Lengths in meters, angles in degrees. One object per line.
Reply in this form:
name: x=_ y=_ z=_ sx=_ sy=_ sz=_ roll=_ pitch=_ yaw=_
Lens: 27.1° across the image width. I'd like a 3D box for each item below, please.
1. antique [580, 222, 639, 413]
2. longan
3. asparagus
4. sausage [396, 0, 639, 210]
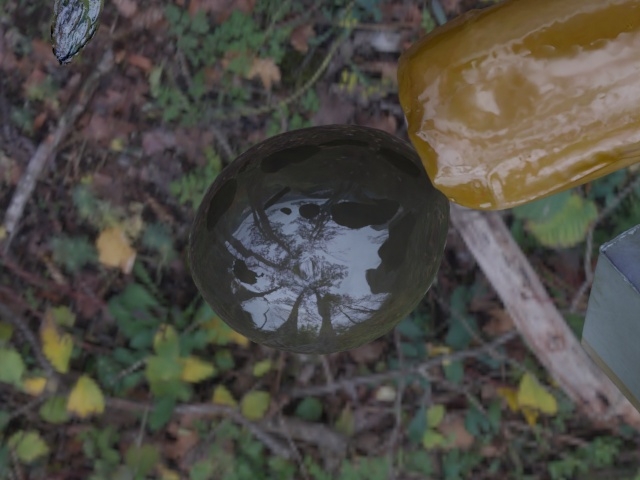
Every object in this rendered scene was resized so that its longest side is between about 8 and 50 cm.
antique: x=0.282 y=0.063 z=0.911 sx=0.147 sy=0.152 sz=0.148 roll=-27 pitch=147 yaw=-17
longan: x=0.000 y=0.000 z=1.049 sx=0.213 sy=0.198 sz=0.198 roll=-13 pitch=128 yaw=1
asparagus: x=-0.150 y=-0.195 z=0.878 sx=0.036 sy=0.030 sz=0.165 roll=13 pitch=92 yaw=0
sausage: x=0.223 y=-0.127 z=0.796 sx=0.354 sy=0.134 sz=0.116 roll=-21 pitch=154 yaw=17
